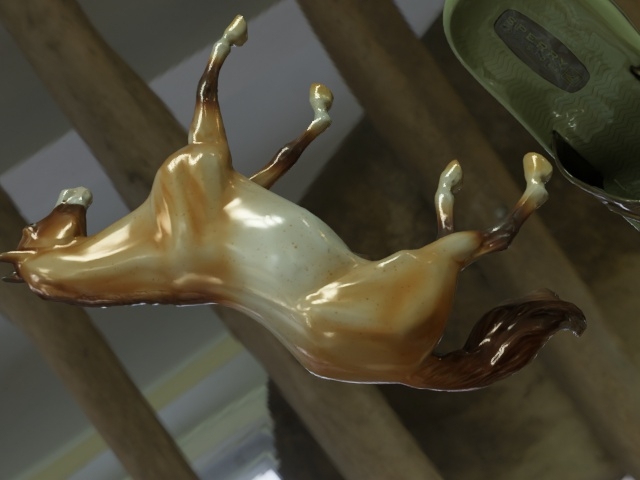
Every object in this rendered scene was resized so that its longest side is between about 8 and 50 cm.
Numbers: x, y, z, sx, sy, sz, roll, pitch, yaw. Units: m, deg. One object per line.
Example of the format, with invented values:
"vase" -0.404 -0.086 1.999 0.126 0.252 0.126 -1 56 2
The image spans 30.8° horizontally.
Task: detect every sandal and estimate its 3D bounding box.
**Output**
"sandal" 0.196 -0.056 0.709 0.120 0.302 0.086 -54 3 36

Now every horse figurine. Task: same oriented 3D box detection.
"horse figurine" 0.000 0.000 0.554 0.174 0.263 0.066 -57 -10 -29
